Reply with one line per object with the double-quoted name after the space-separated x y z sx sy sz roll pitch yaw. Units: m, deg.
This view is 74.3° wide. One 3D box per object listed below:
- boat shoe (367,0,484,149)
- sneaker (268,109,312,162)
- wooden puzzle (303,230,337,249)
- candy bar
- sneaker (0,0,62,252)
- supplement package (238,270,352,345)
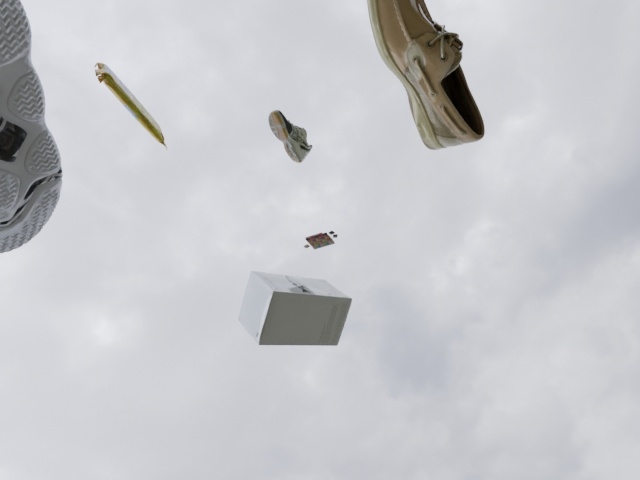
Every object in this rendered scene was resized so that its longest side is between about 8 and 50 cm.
0.191 -0.313 0.719 0.122 0.110 0.341 -54 -54 -27 "boat shoe"
-0.039 -0.145 0.567 0.037 0.031 0.083 -48 -44 -15 "sneaker"
0.000 0.000 0.910 0.083 0.006 0.049 -16 -33 17 "wooden puzzle"
-0.274 -0.196 0.625 0.018 0.040 0.161 -28 -28 1 "candy bar"
-0.469 -0.171 0.546 0.210 0.137 0.366 25 -57 19 "sneaker"
-0.049 0.132 0.810 0.179 0.105 0.105 10 -78 -36 "supplement package"
